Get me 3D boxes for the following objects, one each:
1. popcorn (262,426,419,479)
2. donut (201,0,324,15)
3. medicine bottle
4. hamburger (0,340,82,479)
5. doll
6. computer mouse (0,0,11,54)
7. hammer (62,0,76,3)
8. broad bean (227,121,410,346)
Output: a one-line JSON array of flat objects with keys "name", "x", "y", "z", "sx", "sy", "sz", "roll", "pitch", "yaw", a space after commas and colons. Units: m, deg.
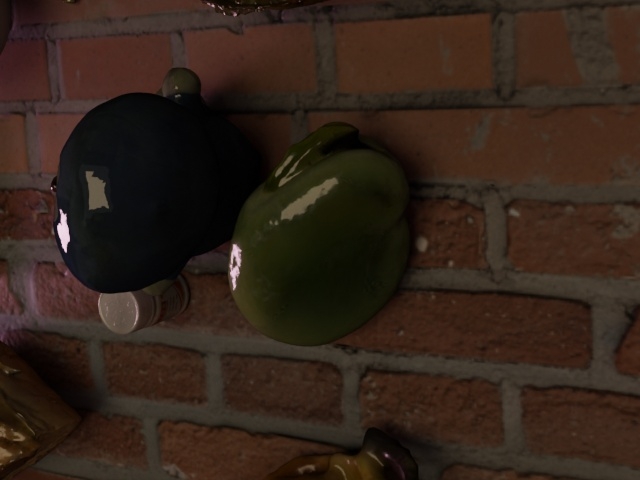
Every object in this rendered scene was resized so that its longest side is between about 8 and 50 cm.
[{"name": "popcorn", "x": -0.002, "y": 0.363, "z": 0.899, "sx": 0.349, "sy": 0.349, "sz": 0.381, "roll": 21, "pitch": 83, "yaw": 22}, {"name": "donut", "x": -0.026, "y": -0.326, "z": 0.871, "sx": 0.272, "sy": 0.107, "sz": 0.272, "roll": 5, "pitch": 99, "yaw": 31}, {"name": "medicine bottle", "x": -0.188, "y": 0.064, "z": 1.032, "sx": 0.057, "sy": 0.089, "sz": 0.057, "roll": 5, "pitch": 102, "yaw": 28}, {"name": "hamburger", "x": -0.441, "y": 0.206, "z": 1.151, "sx": 0.330, "sy": 0.162, "sz": 0.209, "roll": -32, "pitch": 82, "yaw": 31}, {"name": "doll", "x": -0.154, "y": -0.046, "z": 0.900, "sx": 0.154, "sy": 0.258, "sz": 0.228, "roll": 16, "pitch": 104, "yaw": 24}, {"name": "computer mouse", "x": -0.432, "y": -0.292, "z": 1.076, "sx": 0.184, "sy": 0.121, "sz": 0.297, "roll": -46, "pitch": 64, "yaw": 28}, {"name": "hammer", "x": -0.263, "y": -0.356, "z": 1.033, "sx": 0.062, "sy": 0.013, "sz": 0.198, "roll": 18, "pitch": 107, "yaw": 24}, {"name": "broad bean", "x": 0.000, "y": 0.000, "z": 0.900, "sx": 0.169, "sy": 0.100, "sz": 0.228, "roll": 2, "pitch": 110, "yaw": -7}]
